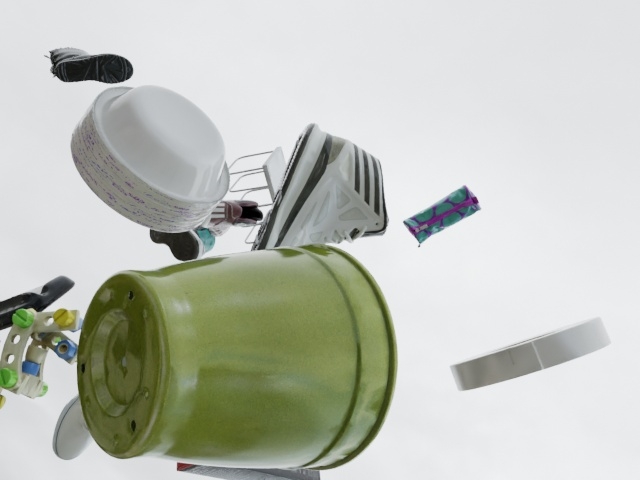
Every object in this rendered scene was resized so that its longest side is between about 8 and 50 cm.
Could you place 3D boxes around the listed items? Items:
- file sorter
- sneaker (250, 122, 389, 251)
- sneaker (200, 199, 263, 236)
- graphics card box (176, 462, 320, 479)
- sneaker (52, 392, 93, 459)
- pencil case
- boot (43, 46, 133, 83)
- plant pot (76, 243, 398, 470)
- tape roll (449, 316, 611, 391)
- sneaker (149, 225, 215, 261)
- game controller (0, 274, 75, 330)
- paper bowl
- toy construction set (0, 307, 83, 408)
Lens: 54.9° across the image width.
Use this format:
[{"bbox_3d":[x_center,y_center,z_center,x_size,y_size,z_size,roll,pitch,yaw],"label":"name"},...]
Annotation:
[{"bbox_3d":[-0.201,-0.151,2.128,0.173,0.193,0.278,-7,-65,15],"label":"file sorter"},{"bbox_3d":[0.000,0.000,1.333,0.257,0.169,0.448,22,-77,-11],"label":"sneaker"},{"bbox_3d":[-0.236,-0.063,1.739,0.162,0.281,0.107,1,-90,3],"label":"sneaker"},{"bbox_3d":[-0.155,0.421,1.392,0.094,0.233,0.371,-31,-41,28],"label":"graphics card box"},{"bbox_3d":[-0.454,0.341,1.261,0.094,0.258,0.091,37,-8,-34],"label":"sneaker"},{"bbox_3d":[0.246,-0.051,1.246,0.151,0.070,0.065,-31,-87,11],"label":"pencil case"},{"bbox_3d":[-0.360,-0.273,0.956,0.099,0.121,0.045,44,-41,53],"label":"boot"},{"bbox_3d":[-0.140,0.169,0.900,0.366,0.352,0.367,-9,-102,44],"label":"plant pot"},{"bbox_3d":[0.513,0.282,1.528,0.392,0.391,0.072,-33,-109,50],"label":"tape roll"},{"bbox_3d":[-0.400,0.004,1.952,0.295,0.178,0.124,25,-76,47],"label":"sneaker"},{"bbox_3d":[-0.700,0.160,1.397,0.319,0.166,0.067,-17,-80,28],"label":"game controller"},{"bbox_3d":[-0.287,-0.165,1.118,0.284,0.284,0.148,48,-63,3],"label":"paper bowl"},{"bbox_3d":[-0.586,0.179,1.095,0.327,0.215,0.151,14,-20,29],"label":"toy construction set"}]
